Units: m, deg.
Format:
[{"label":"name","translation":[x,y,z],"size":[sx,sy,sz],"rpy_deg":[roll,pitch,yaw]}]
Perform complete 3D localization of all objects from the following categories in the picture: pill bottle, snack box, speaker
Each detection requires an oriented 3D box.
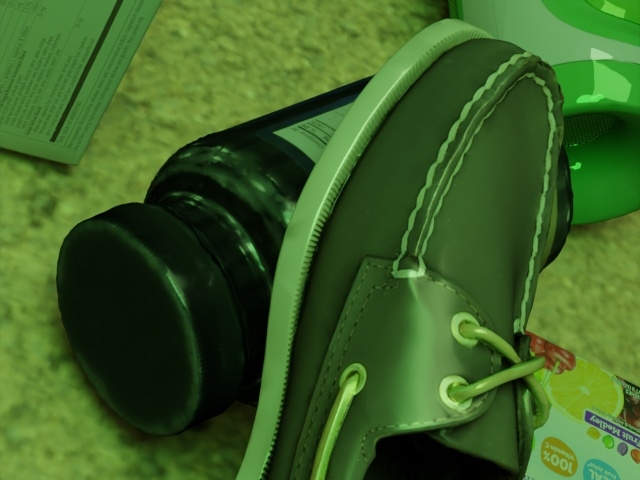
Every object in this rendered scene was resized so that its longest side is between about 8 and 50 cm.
[{"label":"pill bottle","translation":[0.000,0.000,0.657],"size":[0.219,0.123,0.123],"rpy_deg":[-24,74,-38]},{"label":"snack box","translation":[0.102,0.115,0.693],"size":[0.100,0.037,0.141],"rpy_deg":[26,51,-11]},{"label":"speaker","translation":[0.128,-0.160,0.835],"size":[0.131,0.131,0.296],"rpy_deg":[13,54,-22]}]

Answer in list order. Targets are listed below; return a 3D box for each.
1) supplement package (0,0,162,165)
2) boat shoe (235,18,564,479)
[{"label":"supplement package","translation":[-0.196,-0.149,0.633],"size":[0.244,0.139,0.133],"rpy_deg":[14,50,-21]},{"label":"boat shoe","translation":[0.030,0.074,0.544],"size":[0.116,0.097,0.324],"rpy_deg":[32,76,-45]}]
